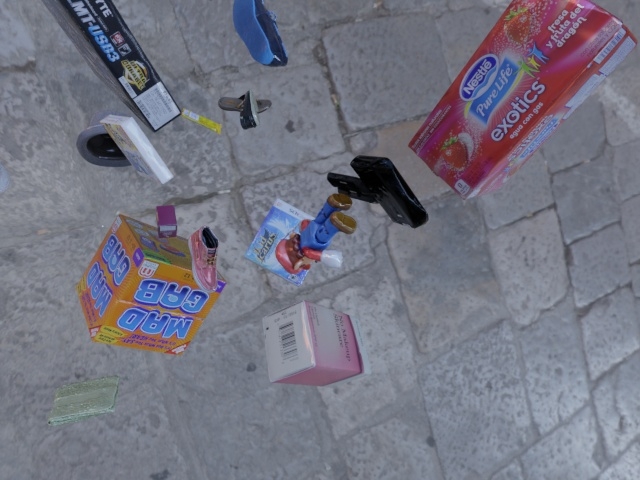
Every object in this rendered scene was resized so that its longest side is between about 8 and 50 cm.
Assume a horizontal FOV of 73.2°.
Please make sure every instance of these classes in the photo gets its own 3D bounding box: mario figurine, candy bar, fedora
[{"bbox_3d":[0.000,0.000,1.295,0.170,0.320,0.198,44,41,-5],"label":"mario figurine"},{"bbox_3d":[-0.436,-0.440,1.587,0.162,0.018,0.040,18,75,-37],"label":"candy bar"},{"bbox_3d":[-0.786,-0.396,1.627,0.244,0.275,0.124,-5,73,-23],"label":"fedora"}]

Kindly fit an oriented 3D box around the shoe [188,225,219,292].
[{"bbox_3d":[-0.310,0.050,1.173,0.064,0.081,0.177,-6,73,-41],"label":"shoe"}]

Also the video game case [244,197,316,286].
[{"bbox_3d":[-0.127,0.007,1.683,0.244,0.061,0.269,28,79,1],"label":"video game case"}]

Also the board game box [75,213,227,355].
[{"bbox_3d":[-0.662,0.174,1.679,0.357,0.356,0.356,27,99,-45],"label":"board game box"}]

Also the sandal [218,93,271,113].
[{"bbox_3d":[-0.309,-0.563,1.744,0.220,0.060,0.089,10,53,6],"label":"sandal"}]

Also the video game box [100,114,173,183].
[{"bbox_3d":[-0.548,-0.272,1.284,0.048,0.187,0.205,-46,130,-25],"label":"video game box"}]

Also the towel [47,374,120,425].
[{"bbox_3d":[-0.559,0.376,1.024,0.148,0.110,0.027,-9,126,-13],"label":"towel"}]

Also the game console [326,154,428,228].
[{"bbox_3d":[0.121,-0.143,1.147,0.044,0.361,0.213,-48,120,-10],"label":"game console"}]

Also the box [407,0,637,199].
[{"bbox_3d":[0.257,-0.189,0.575,0.128,0.256,0.122,-14,58,-46],"label":"box"}]

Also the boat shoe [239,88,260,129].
[{"bbox_3d":[-0.160,-0.293,0.955,0.042,0.133,0.049,-17,137,7],"label":"boat shoe"}]

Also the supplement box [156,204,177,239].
[{"bbox_3d":[-0.372,-0.043,1.041,0.043,0.083,0.054,-6,69,-23],"label":"supplement box"}]

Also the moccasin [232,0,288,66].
[{"bbox_3d":[-0.209,-0.713,1.475,0.117,0.138,0.341,3,62,-46],"label":"moccasin"}]

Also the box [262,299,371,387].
[{"bbox_3d":[-0.005,0.244,0.988,0.232,0.127,0.148,27,43,-50],"label":"box"}]

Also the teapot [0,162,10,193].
[{"bbox_3d":[-1.151,-0.221,1.363,0.256,0.253,0.187,-31,125,-30],"label":"teapot"}]

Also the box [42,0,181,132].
[{"bbox_3d":[-0.395,-0.368,0.733,0.073,0.295,0.293,-40,149,-14],"label":"box"}]
